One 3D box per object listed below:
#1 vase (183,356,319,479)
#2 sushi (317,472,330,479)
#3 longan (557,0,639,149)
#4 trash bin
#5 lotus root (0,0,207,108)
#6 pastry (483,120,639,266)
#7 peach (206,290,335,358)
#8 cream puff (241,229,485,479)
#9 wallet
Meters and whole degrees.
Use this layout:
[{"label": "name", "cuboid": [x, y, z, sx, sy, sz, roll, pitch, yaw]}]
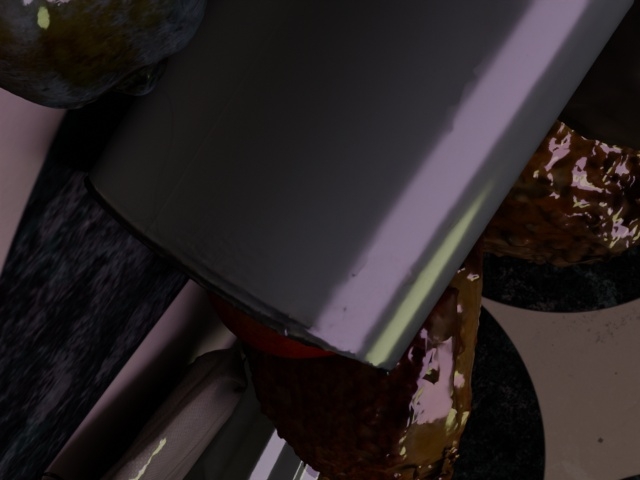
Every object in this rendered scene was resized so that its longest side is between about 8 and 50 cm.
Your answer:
[{"label": "vase", "cuboid": [-0.024, 0.149, 1.419, 0.360, 0.165, 0.165, -61, 170, -5]}, {"label": "sushi", "cuboid": [0.082, 0.222, 1.889, 0.207, 0.234, 0.348, -42, 156, -55]}, {"label": "longan", "cuboid": [0.282, -0.256, 0.984, 0.391, 0.391, 0.391, -54, 169, -16]}, {"label": "trash bin", "cuboid": [0.021, -0.089, 0.739, 0.262, 0.217, 0.277, -57, 153, 5]}, {"label": "lotus root", "cuboid": [-0.098, -0.106, 0.513, 0.113, 0.088, 0.192, -40, 169, -3]}, {"label": "pastry", "cuboid": [0.281, -0.116, 1.503, 0.405, 0.338, 0.292, 89, 26, -71]}, {"label": "peach", "cuboid": [0.000, 0.000, 0.979, 0.190, 0.190, 0.192, -53, -176, -18]}, {"label": "cream puff", "cuboid": [0.036, 0.074, 1.197, 0.350, 0.229, 0.350, 7, 90, -89]}, {"label": "wallet", "cuboid": [-0.179, 0.227, 1.191, 0.275, 0.068, 0.335, -44, 170, -38]}]
